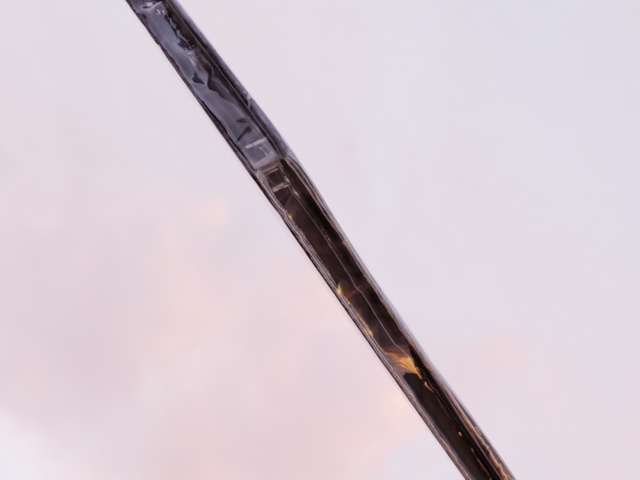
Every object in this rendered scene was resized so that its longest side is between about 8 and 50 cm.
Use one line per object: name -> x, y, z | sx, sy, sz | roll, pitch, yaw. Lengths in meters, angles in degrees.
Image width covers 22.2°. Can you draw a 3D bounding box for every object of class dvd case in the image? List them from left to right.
dvd case -> 0.000, 0.000, 0.574 | 0.164, 0.018, 0.221 | 53, -2, 47
